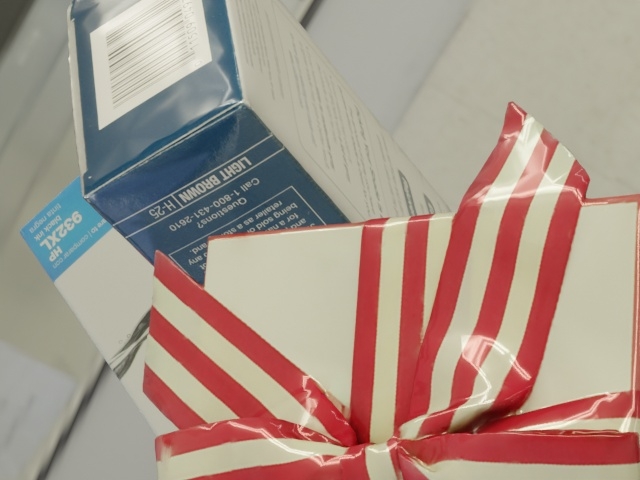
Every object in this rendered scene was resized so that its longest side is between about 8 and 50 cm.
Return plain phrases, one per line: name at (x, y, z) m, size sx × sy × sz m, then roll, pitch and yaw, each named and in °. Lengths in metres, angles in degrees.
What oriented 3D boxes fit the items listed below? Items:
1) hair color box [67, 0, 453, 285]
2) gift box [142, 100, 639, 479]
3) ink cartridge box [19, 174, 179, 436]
hair color box at (0.000, 0.000, 1.090) m, size 0.105 × 0.347 × 0.174 m, roll -29°, pitch 40°, yaw 16°
gift box at (0.075, 0.098, 0.860) m, size 0.255 × 0.258 × 0.276 m, roll -11°, pitch 72°, yaw 32°
ink cartridge box at (-0.123, 0.084, 1.854) m, size 0.129 × 0.223 × 0.307 m, roll -41°, pitch 67°, yaw 9°
